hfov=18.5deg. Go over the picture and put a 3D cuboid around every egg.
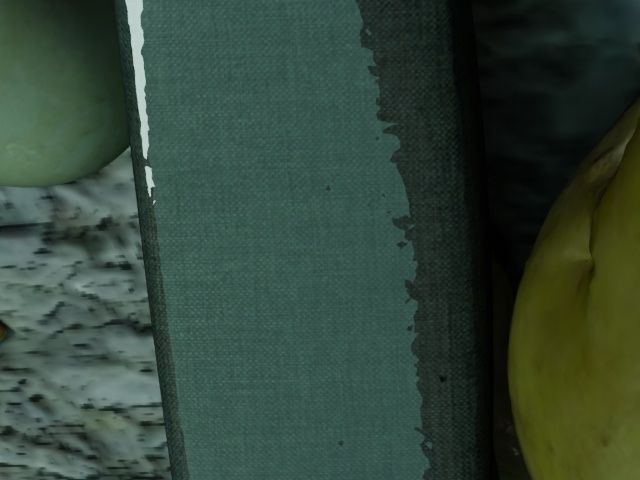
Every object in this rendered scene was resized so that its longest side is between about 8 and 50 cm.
[{"bbox_3d":[-0.133,-0.085,0.769,0.152,0.114,0.114,35,138,-6],"label":"egg"}]

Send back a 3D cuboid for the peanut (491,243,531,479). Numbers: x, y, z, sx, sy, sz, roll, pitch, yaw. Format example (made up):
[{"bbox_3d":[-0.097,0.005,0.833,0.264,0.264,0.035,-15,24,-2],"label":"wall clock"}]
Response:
[{"bbox_3d":[0.057,0.045,0.836,0.082,0.082,0.187,-23,119,41],"label":"peanut"}]

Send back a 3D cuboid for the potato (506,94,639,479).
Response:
[{"bbox_3d":[0.178,0.034,0.673,0.242,0.242,0.285,34,142,-9],"label":"potato"}]

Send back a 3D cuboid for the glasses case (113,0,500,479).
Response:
[{"bbox_3d":[0.000,0.000,0.735,0.131,0.074,0.323,-1,111,10],"label":"glasses case"}]

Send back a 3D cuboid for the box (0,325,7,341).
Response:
[{"bbox_3d":[-0.201,0.050,1.017,0.046,0.012,0.083,43,137,-16],"label":"box"}]
